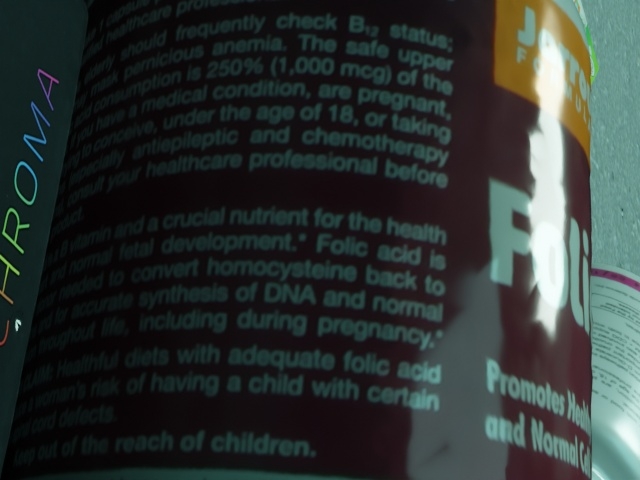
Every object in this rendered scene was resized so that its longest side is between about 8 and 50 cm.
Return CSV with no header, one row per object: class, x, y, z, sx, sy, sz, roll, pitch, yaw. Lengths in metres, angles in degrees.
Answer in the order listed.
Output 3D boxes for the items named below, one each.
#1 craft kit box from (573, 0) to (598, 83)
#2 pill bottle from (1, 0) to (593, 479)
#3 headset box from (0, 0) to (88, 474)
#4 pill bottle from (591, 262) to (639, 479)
craft kit box,0.188,-0.224,1.089,0.250,0.061,0.246,-50,125,-54
pill bottle,0.000,0.000,0.491,0.224,0.224,0.392,37,52,-54
headset box,-0.164,-0.025,0.201,0.283,0.131,0.246,71,23,-63
pill bottle,0.176,0.146,0.862,0.283,0.160,0.160,-50,127,-55
